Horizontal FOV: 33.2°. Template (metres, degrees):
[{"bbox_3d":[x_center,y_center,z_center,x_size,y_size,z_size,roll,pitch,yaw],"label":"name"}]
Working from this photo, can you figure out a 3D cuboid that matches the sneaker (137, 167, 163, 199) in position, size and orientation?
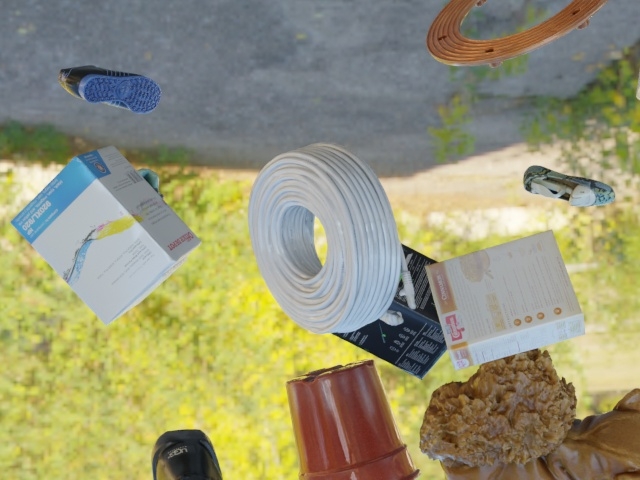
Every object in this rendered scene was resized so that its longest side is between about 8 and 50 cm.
[{"bbox_3d":[-0.343,-0.032,1.971,0.110,0.283,0.122,23,122,-28],"label":"sneaker"}]

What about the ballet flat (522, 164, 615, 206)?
[{"bbox_3d":[0.499,-0.099,2.176,0.188,0.070,0.070,16,177,22],"label":"ballet flat"}]

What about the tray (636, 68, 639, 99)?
[{"bbox_3d":[0.603,-0.252,1.683,0.030,0.145,0.270,-17,-149,-31],"label":"tray"}]

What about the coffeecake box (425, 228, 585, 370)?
[{"bbox_3d":[0.253,0.082,1.485,0.186,0.142,0.068,-16,146,7],"label":"coffeecake box"}]

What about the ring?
[{"bbox_3d":[0.328,-0.374,1.718,0.337,0.336,0.032,-9,126,36],"label":"ring"}]

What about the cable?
[{"bbox_3d":[0.000,0.000,1.431,0.089,0.257,0.257,-15,-177,-37],"label":"cable"}]

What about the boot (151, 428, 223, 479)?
[{"bbox_3d":[-0.158,0.535,1.585,0.146,0.367,0.445,-20,-158,-6],"label":"boot"}]

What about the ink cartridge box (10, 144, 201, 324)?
[{"bbox_3d":[-0.348,-0.011,1.774,0.168,0.232,0.171,-42,-179,14],"label":"ink cartridge box"}]

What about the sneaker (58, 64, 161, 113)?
[{"bbox_3d":[-0.422,-0.312,2.162,0.090,0.081,0.232,28,-167,29],"label":"sneaker"}]

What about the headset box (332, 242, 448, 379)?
[{"bbox_3d":[0.136,0.123,2.145,0.283,0.131,0.246,26,149,2],"label":"headset box"}]

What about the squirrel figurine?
[{"bbox_3d":[0.394,0.357,1.890,0.370,0.281,0.397,-11,135,38],"label":"squirrel figurine"}]

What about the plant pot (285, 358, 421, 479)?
[{"bbox_3d":[0.051,0.406,2.310,0.272,0.265,0.272,-15,177,-1],"label":"plant pot"}]
